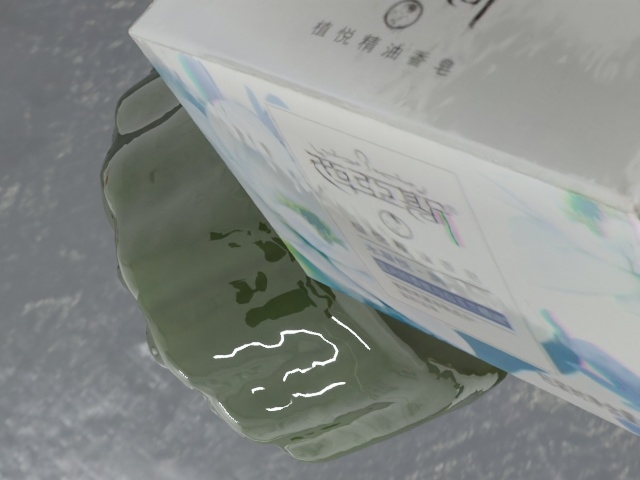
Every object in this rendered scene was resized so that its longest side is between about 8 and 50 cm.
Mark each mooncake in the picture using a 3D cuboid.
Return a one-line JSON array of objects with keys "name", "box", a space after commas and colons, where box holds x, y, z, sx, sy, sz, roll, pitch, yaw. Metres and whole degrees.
[{"name": "mooncake", "box": [0.000, 0.000, 1.060, 0.187, 0.351, 0.351, -28, 102, 28]}]

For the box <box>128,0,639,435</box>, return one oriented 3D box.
[{"name": "box", "box": [0.078, -0.033, 0.613, 0.274, 0.116, 0.203, 25, 158, 39]}]
